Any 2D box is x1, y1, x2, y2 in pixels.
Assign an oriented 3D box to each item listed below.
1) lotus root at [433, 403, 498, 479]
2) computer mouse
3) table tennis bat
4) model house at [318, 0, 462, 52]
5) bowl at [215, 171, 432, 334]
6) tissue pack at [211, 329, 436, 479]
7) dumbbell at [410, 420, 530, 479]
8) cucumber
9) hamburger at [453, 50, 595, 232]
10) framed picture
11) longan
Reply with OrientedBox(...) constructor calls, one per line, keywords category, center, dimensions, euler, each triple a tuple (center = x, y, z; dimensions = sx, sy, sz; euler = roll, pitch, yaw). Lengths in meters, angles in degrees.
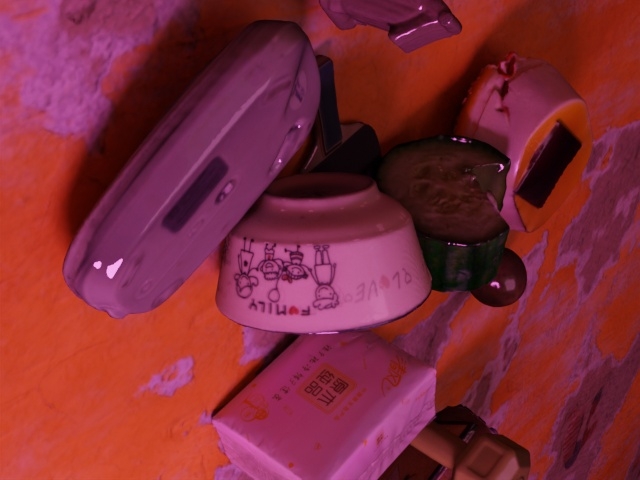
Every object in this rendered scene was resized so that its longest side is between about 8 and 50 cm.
OrientedBox(category="lotus root", center=(0.198, 0.422, 1.550), dimensions=(0.192, 0.272, 0.272), euler=(-23, 131, -28))
OrientedBox(category="computer mouse", center=(-0.119, -0.072, 0.891), dimensions=(0.331, 0.095, 0.197), euler=(-50, 159, -7))
OrientedBox(category="table tennis bat", center=(0.014, -0.088, 1.126), dimensions=(0.173, 0.022, 0.301), euler=(-43, 143, -27))
OrientedBox(category="model house", center=(0.093, -0.303, 0.925), dimensions=(0.122, 0.188, 0.229), euler=(-18, 125, -53))
OrientedBox(category="bowl", center=(0.000, 0.000, 1.004), dimensions=(0.238, 0.238, 0.126), euler=(-21, 113, -46))
OrientedBox(category="tissue pack", center=(0.009, 0.220, 1.186), dimensions=(0.225, 0.185, 0.124), euler=(-42, 145, -28))
OrientedBox(category="dumbbell", center=(0.143, 0.268, 1.295), dimensions=(0.121, 0.302, 0.108), euler=(-46, 144, -20))
OrientedBox(category="cucumber", center=(0.151, -0.033, 1.189), dimensions=(0.191, 0.191, 0.130), euler=(-41, 143, -30))
OrientedBox(category="hamburger", center=(0.284, -0.134, 1.354), dimensions=(0.227, 0.151, 0.295), euler=(-55, 154, -7))
OrientedBox(category="framed picture", center=(0.075, 0.401, 1.404), dimensions=(0.014, 0.255, 0.338), euler=(46, 68, -8))
OrientedBox(category="longan", center=(0.288, 0.052, 1.542), dimensions=(0.106, 0.106, 0.119), euler=(-1, 74, -54))
